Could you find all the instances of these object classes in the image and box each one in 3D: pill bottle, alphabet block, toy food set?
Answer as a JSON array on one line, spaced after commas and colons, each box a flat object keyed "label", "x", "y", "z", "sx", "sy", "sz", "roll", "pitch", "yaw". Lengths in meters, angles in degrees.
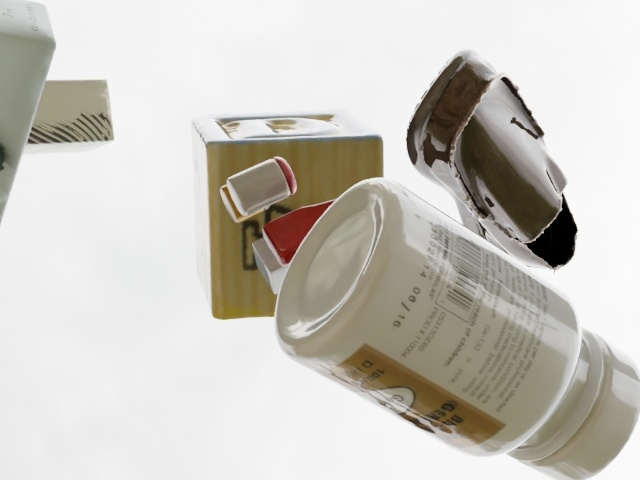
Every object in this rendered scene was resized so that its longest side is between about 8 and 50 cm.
[{"label": "pill bottle", "x": 0.096, "y": 0.068, "z": 0.830, "sx": 0.131, "sy": 0.229, "sz": 0.131, "roll": -46, "pitch": -155, "yaw": 29}, {"label": "alphabet block", "x": -0.041, "y": -0.035, "z": 1.415, "sx": 0.194, "sy": 0.192, "sz": 0.197, "roll": -3, "pitch": -74, "yaw": -9}, {"label": "toy food set", "x": 0.000, "y": 0.000, "z": 1.153, "sx": 0.105, "sy": 0.111, "sz": 0.232, "roll": -26, "pitch": -125, "yaw": -12}]

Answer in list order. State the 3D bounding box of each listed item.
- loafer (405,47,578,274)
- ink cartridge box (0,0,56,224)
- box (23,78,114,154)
[{"label": "loafer", "x": 0.204, "y": -0.076, "z": 1.330, "sx": 0.130, "sy": 0.366, "sz": 0.133, "roll": 30, "pitch": -98, "yaw": 31}, {"label": "ink cartridge box", "x": -0.366, "y": -0.086, "z": 1.020, "sx": 0.275, "sy": 0.239, "sz": 0.060, "roll": -62, "pitch": -144, "yaw": 36}, {"label": "box", "x": -0.433, "y": -0.168, "z": 1.739, "sx": 0.113, "sy": 0.275, "sz": 0.094, "roll": -11, "pitch": -93, "yaw": 56}]
